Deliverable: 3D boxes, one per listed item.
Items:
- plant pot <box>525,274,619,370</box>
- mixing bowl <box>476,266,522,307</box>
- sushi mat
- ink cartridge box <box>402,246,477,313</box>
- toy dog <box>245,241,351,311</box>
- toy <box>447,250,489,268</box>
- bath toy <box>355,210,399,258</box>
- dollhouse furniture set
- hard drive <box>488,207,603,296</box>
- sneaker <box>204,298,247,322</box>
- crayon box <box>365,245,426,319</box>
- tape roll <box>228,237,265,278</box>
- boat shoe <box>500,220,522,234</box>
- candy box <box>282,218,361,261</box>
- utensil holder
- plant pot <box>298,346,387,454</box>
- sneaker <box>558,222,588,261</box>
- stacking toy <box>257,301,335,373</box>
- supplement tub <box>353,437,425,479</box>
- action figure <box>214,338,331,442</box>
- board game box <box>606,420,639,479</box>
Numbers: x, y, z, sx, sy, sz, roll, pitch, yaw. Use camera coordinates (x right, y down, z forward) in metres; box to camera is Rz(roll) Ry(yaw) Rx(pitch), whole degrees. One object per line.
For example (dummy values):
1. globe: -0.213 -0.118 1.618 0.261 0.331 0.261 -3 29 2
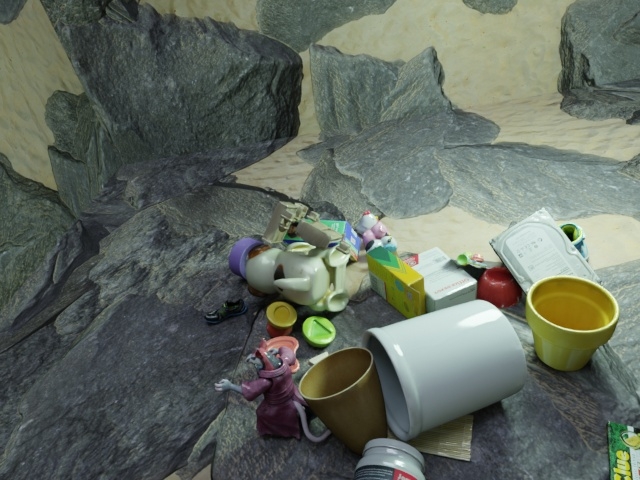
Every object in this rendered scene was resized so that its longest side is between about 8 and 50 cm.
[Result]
1. plant pot: 0.795 0.282 1.435 0.253 0.239 0.254 -9 36 7
2. mixing bowl: 0.698 0.167 1.744 0.181 0.098 0.182 -9 35 6
3. sushi mat: 0.304 0.579 1.373 0.316 0.019 0.151 2 39 20
4. ink cartridge box: 0.469 0.167 1.799 0.196 0.114 0.273 -21 35 -12
5. toy dog: -0.127 0.155 1.841 0.407 0.285 0.395 7 19 35
6. toy: 0.619 0.076 1.813 0.136 0.056 0.237 19 8 36
7. bath toy: 0.267 -0.023 2.107 0.151 0.129 0.348 -6 34 -10
8. dollhouse furniture set: -0.031 0.003 1.773 0.355 0.174 0.303 30 13 16
9. hard drive: 0.819 0.081 1.635 0.236 0.064 0.339 -34 72 14
10. sneaker: -0.416 0.298 1.927 0.188 0.078 0.067 -18 36 -7
11. crayon box: 0.314 0.181 1.758 0.081 0.202 0.318 -27 39 -19
12. tape roll: -0.335 0.086 2.096 0.080 0.189 0.189 18 46 35
13. boat shoe: 0.830 -0.003 1.939 0.092 0.103 0.285 12 38 38
14. candy box: 0.000 0.000 2.038 0.316 0.268 0.122 2 71 21
15. utensil holder: 0.364 0.379 1.355 0.385 0.328 0.328 -14 35 -14
16. plant pot: 0.097 0.488 1.310 0.237 0.255 0.237 -25 12 6
17. sneaker: 0.997 0.003 1.759 0.127 0.208 0.319 15 33 34
18. stacking toy: -0.097 0.409 1.698 0.279 0.131 0.309 15 40 -6
19. supplement tub: 0.167 0.677 1.133 0.191 0.191 0.272 2 38 19
20. action figure: -0.132 0.465 1.359 0.275 0.371 0.248 17 44 37
21. board game box: 0.832 0.610 1.159 0.136 0.030 0.260 4 39 26
